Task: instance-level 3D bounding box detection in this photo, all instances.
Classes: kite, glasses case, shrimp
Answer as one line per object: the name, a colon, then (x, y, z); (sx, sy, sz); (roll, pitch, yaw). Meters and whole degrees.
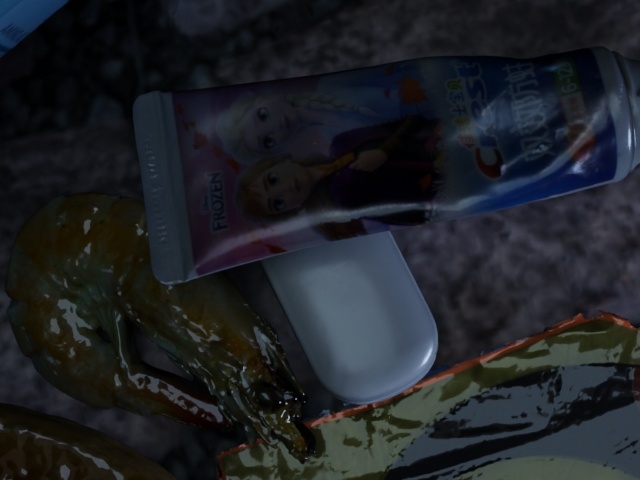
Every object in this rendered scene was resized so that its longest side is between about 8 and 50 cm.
kite: (0.107, 0.200, 0.664); (0.377, 0.013, 0.328); (27, 85, 12)
glasses case: (0.000, 0.000, 0.702); (0.063, 0.041, 0.164); (-27, 74, -1)
shrimp: (-0.076, 0.047, 0.708); (0.190, 0.042, 0.101); (35, 98, 19)

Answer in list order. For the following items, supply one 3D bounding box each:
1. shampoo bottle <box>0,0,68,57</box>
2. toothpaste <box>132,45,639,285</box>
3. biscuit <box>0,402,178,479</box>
shampoo bottle: (-0.271, -0.186, 0.637); (0.342, 0.331, 0.331); (-41, 76, 2)
toothpaste: (0.049, -0.044, 0.675); (0.266, 0.061, 0.096); (-9, 67, -1)
biscuit: (-0.161, 0.205, 0.688); (0.273, 0.049, 0.257); (23, 87, 14)
